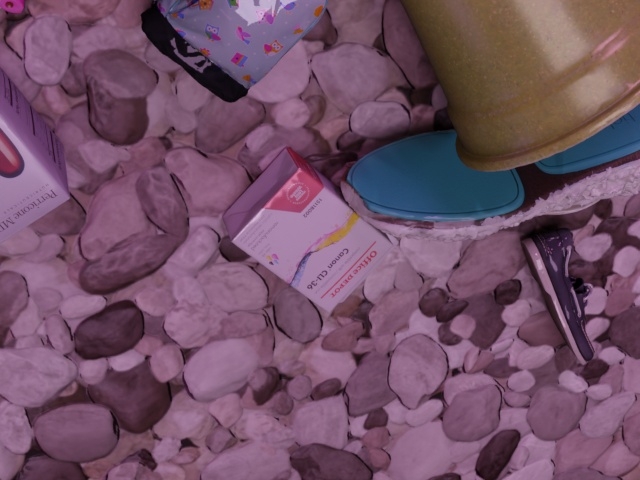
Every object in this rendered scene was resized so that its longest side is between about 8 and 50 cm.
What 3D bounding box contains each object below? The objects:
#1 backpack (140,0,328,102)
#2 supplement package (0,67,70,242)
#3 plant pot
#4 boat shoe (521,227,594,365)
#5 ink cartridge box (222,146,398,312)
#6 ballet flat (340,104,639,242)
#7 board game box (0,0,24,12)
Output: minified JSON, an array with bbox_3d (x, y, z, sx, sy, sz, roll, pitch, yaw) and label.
[{"bbox_3d":[-0.070,-0.234,1.080,0.182,0.115,0.152,-42,126,18],"label":"backpack"},{"bbox_3d":[-0.367,-0.120,1.049,0.139,0.134,0.244,-33,122,3],"label":"supplement package"},{"bbox_3d":[0.189,-0.252,1.088,0.276,0.276,0.254,-36,111,5],"label":"plant pot"},{"bbox_3d":[0.320,0.072,1.393,0.065,0.075,0.206,-27,117,3],"label":"boat shoe"},{"bbox_3d":[0.000,0.000,1.262,0.198,0.067,0.115,37,102,-30],"label":"ink cartridge box"},{"bbox_3d":[0.225,-0.061,1.265,0.409,0.147,0.147,-13,120,-10],"label":"ballet flat"},{"bbox_3d":[-0.219,-0.383,0.899,0.390,0.050,0.390,-19,139,6],"label":"board game box"}]
